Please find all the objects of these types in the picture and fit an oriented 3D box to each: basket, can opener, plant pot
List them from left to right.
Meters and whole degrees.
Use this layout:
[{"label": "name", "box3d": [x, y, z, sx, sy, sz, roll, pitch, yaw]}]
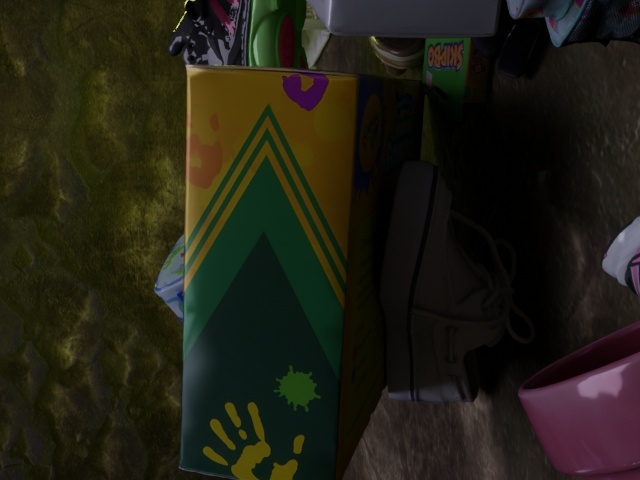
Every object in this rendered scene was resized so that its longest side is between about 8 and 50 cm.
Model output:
[{"label": "basket", "box3d": [-0.055, -0.392, 1.474, 0.167, 0.113, 0.103, 133, 131, -70]}, {"label": "can opener", "box3d": [0.192, -0.245, 0.757, 0.059, 0.073, 0.186, -55, -16, -46]}, {"label": "plant pot", "box3d": [0.243, 0.126, 0.461, 0.180, 0.201, 0.201, 65, 161, 9]}]

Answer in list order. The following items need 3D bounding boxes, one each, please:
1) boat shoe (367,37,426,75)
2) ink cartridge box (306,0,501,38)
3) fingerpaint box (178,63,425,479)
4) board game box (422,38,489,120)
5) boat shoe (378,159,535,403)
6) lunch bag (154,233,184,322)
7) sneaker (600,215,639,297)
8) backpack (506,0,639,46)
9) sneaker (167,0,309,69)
[{"label": "boat shoe", "box3d": [0.102, -0.251, 1.065, 0.190, 0.068, 0.072, -103, 1, -60]}, {"label": "ink cartridge box", "box3d": [0.061, -0.382, 0.814, 0.385, 0.160, 0.279, -109, 19, -63]}, {"label": "fingerpaint box", "box3d": [0.000, 0.000, 0.896, 0.445, 0.163, 0.371, -38, -48, -72]}, {"label": "board game box", "box3d": [0.156, -0.272, 0.889, 0.124, 0.039, 0.260, -118, 30, -59]}, {"label": "boat shoe", "box3d": [0.149, 0.067, 0.853, 0.367, 0.156, 0.136, 83, -162, -45]}, {"label": "lunch bag", "box3d": [-0.129, 0.017, 1.164, 0.090, 0.219, 0.176, 51, -159, -21]}, {"label": "sneaker", "box3d": [0.265, -0.012, 0.558, 0.077, 0.071, 0.178, 58, 161, 34]}, {"label": "backpack", "box3d": [0.198, -0.244, 0.550, 0.188, 0.144, 0.166, 124, 143, -63]}, {"label": "sneaker", "box3d": [-0.120, -0.327, 1.116, 0.185, 0.202, 0.483, -17, -68, -68]}]
